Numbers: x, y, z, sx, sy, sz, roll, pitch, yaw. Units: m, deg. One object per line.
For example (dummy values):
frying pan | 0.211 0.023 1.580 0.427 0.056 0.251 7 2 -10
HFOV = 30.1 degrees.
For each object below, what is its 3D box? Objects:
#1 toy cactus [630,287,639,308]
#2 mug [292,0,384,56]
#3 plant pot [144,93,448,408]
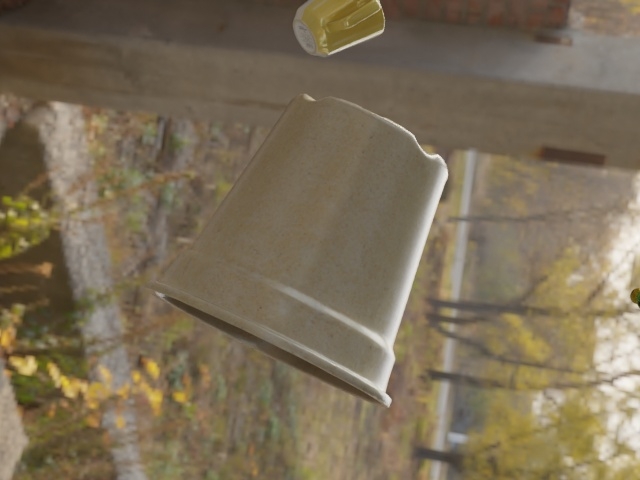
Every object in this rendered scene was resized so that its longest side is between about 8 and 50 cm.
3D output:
toy cactus | 0.469 0.079 1.522 0.219 0.112 0.181 -29 109 -61
mug | 0.012 -0.192 1.015 0.064 0.062 0.078 -33 166 -18
plant pot | 0.000 0.000 1.486 0.305 0.333 0.334 -63 168 -9
